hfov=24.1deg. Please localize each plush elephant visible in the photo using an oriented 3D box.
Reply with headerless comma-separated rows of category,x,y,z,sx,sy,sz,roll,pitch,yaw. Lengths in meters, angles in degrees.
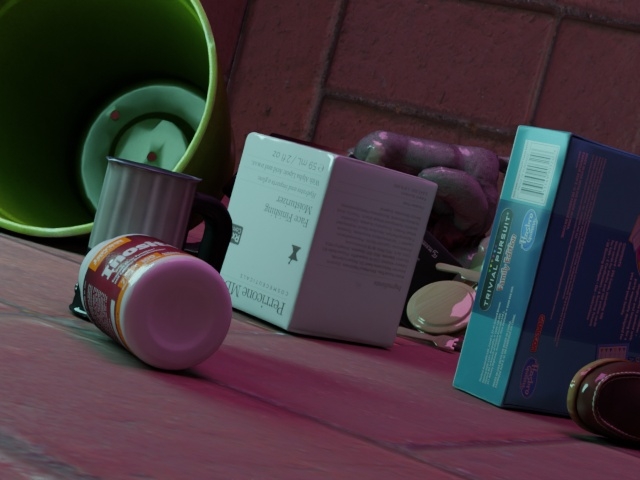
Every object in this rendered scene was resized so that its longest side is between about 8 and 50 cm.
plush elephant,0.179,-0.012,2.271,0.330,0.255,0.272,6,-4,-13

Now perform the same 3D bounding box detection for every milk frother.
milk frother,-0.164,-0.001,1.294,0.143,0.135,0.129,17,3,39

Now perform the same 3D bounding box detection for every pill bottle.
pill bottle,-0.132,0.042,1.141,0.086,0.086,0.152,13,3,-27

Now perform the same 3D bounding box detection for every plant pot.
plant pot,-0.261,-0.146,1.906,0.366,0.366,0.353,15,-9,15

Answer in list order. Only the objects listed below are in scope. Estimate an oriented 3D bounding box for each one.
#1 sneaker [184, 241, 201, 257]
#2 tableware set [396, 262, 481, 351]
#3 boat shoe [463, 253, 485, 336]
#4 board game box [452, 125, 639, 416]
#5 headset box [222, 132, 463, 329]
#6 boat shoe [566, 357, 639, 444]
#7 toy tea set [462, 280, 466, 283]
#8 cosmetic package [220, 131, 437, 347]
sneaker,-0.109,0.028,1.771,0.170,0.051,0.089,7,12,-41
tableware set,0.192,0.097,1.719,0.194,0.128,0.039,14,-42,28
boat shoe,0.299,0.111,1.756,0.307,0.104,0.110,19,-4,34
board game box,0.306,0.050,1.456,0.336,0.254,0.079,13,3,-34
headset box,0.029,-0.014,1.884,0.218,0.110,0.293,44,-9,-23
boat shoe,0.307,0.150,1.331,0.207,0.073,0.073,11,2,-39
toy tea set,0.336,0.126,1.879,0.336,0.124,0.200,13,-28,34
cosmetic package,0.000,0.000,1.565,0.151,0.184,0.151,13,3,-41
